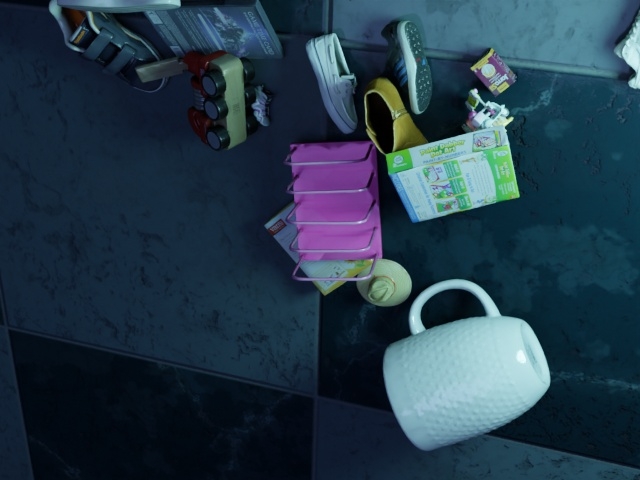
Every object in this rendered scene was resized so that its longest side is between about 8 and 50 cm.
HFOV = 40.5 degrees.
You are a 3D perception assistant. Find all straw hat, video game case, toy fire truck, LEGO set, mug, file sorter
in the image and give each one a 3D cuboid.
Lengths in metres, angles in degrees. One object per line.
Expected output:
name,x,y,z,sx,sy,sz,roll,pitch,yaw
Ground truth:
straw hat,0.150,0.121,2.148,0.145,0.061,0.144,9,119,16
video game case,-0.237,-0.468,1.930,0.275,0.026,0.196,3,158,18
toy fire truck,-0.289,-0.341,2.016,0.246,0.159,0.217,30,137,33
LEGO set,0.315,-0.231,1.880,0.107,0.132,0.287,49,152,10
mug,0.342,0.276,2.064,0.328,0.276,0.373,-24,76,23
file sorter,0.027,-0.067,1.983,0.202,0.182,0.290,-1,109,10

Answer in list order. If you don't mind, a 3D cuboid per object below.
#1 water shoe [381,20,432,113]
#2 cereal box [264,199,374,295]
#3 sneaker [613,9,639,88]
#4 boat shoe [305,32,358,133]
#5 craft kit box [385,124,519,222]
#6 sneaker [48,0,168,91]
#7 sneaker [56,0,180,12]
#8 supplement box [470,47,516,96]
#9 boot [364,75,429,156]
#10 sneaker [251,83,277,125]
water shoe,0.187,-0.375,1.880,0.080,0.073,0.203,6,117,42
cereal box,0.000,0.000,2.146,0.173,0.047,0.240,-35,100,29
sneaker,0.630,-0.396,1.687,0.115,0.090,0.232,-1,115,24
boat shoe,0.042,-0.349,1.926,0.076,0.083,0.226,-17,109,28
craft kit box,0.285,-0.135,1.836,0.247,0.060,0.250,-11,155,13
sneaker,-0.507,-0.462,2.044,0.321,0.127,0.126,43,121,-7
sneaker,-0.429,-0.574,1.837,0.293,0.108,0.169,2,99,20
supplement box,0.365,-0.355,1.829,0.083,0.043,0.055,46,120,-8
boot,0.162,-0.208,1.876,0.104,0.211,0.295,-18,109,19
sneaker,-0.127,-0.320,2.029,0.069,0.038,0.098,-19,109,28
